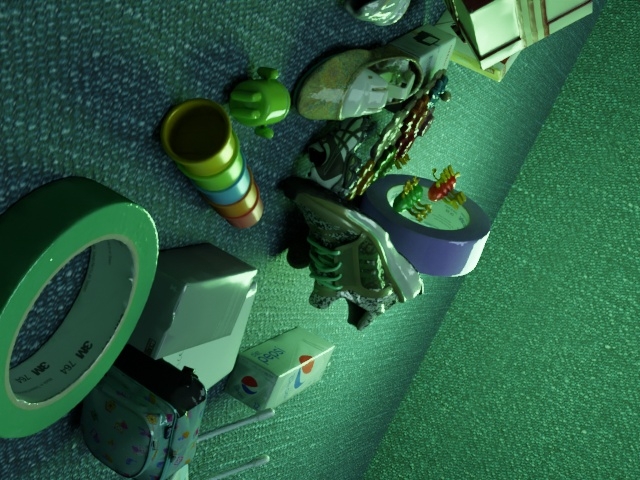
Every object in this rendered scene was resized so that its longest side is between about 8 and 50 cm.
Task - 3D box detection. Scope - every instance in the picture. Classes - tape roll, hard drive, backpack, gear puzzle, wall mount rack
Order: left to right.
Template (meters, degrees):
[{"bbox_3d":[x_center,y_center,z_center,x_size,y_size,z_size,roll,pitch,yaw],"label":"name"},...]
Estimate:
[{"bbox_3d":[-0.324,0.082,1.316,0.321,0.077,0.321,-53,160,-29],"label":"tape roll"},{"bbox_3d":[-0.264,0.270,1.605,0.144,0.166,0.188,-40,148,-44],"label":"backpack"},{"bbox_3d":[-0.223,0.199,1.818,0.307,0.040,0.203,-34,147,-56],"label":"hard drive"},{"bbox_3d":[-0.216,0.464,2.074,0.304,0.131,0.350,-58,167,-35],"label":"wall mount rack"},{"bbox_3d":[0.148,-0.183,2.031,0.339,0.044,0.175,-47,167,-39],"label":"gear puzzle"},{"bbox_3d":[0.215,-0.036,2.296,0.275,0.275,0.090,-34,146,-55],"label":"tape roll"}]

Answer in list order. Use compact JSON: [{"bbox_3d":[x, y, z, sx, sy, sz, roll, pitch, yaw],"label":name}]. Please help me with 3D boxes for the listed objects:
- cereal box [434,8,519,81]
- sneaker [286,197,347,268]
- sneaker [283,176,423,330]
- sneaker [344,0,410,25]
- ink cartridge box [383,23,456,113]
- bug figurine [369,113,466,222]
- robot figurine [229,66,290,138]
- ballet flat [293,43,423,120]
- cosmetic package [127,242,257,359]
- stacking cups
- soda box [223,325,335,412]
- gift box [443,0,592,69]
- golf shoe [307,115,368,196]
[{"bbox_3d":[0.348,-0.452,2.223,0.240,0.173,0.047,-55,161,-22],"label":"cereal box"},{"bbox_3d":[0.000,0.000,2.099,0.188,0.066,0.071,-50,160,-31],"label":"sneaker"},{"bbox_3d":[0.039,0.043,1.986,0.182,0.158,0.410,-51,134,-7],"label":"sneaker"},{"bbox_3d":[0.116,-0.460,1.708,0.121,0.099,0.262,-21,135,-58],"label":"sneaker"},{"bbox_3d":[0.180,-0.331,2.097,0.175,0.072,0.127,-37,151,-53],"label":"ink cartridge box"},{"bbox_3d":[0.192,-0.169,2.237,0.216,0.072,0.279,-40,114,-40],"label":"bug figurine"},{"bbox_3d":[-0.087,-0.199,1.567,0.115,0.067,0.101,-22,117,-63],"label":"robot figurine"},{"bbox_3d":[0.082,-0.266,1.858,0.348,0.123,0.123,-31,144,-58],"label":"ballet flat"},{"bbox_3d":[-0.202,0.085,1.619,0.127,0.107,0.238,-66,159,11],"label":"cosmetic package"},{"bbox_3d":[-0.138,-0.101,1.548,0.096,0.096,0.316,-59,165,-9],"label":"stacking cups"},{"bbox_3d":[-0.078,0.259,2.215,0.286,0.098,0.091,-16,131,-65],"label":"soda box"},{"bbox_3d":[0.326,-0.495,1.916,0.255,0.276,0.258,-23,159,7],"label":"gift box"},{"bbox_3d":[0.029,-0.172,1.921,0.077,0.094,0.198,118,-14,-48],"label":"golf shoe"}]
